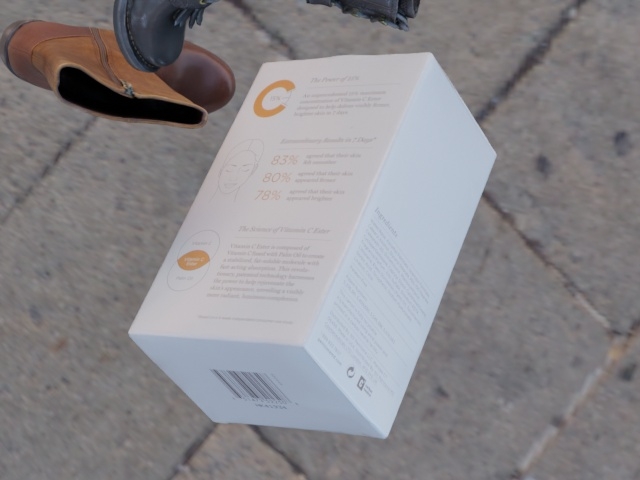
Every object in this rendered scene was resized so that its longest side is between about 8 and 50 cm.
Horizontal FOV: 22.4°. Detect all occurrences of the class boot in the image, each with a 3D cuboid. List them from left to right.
[{"bbox_3d":[-0.165,-0.159,1.593,0.264,0.280,0.096,18,95,-27],"label":"boot"},{"bbox_3d":[-0.036,-0.204,1.254,0.229,0.263,0.091,16,51,2],"label":"boot"}]

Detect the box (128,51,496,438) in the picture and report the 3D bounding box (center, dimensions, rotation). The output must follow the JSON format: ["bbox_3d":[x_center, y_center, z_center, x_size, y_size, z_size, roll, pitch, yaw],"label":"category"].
[{"bbox_3d":[0.000,0.000,1.591,0.168,0.215,0.345,51,52,-41],"label":"box"}]
